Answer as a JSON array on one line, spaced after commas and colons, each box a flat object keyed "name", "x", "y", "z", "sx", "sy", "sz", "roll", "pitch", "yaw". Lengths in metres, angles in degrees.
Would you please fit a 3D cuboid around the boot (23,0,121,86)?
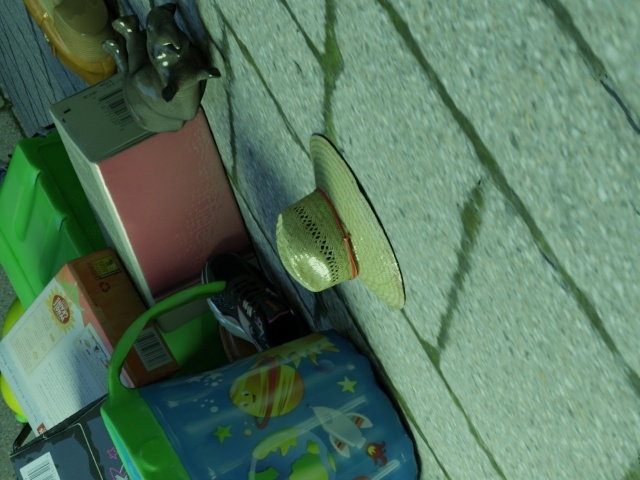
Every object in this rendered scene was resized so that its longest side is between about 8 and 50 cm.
[{"name": "boot", "x": -0.326, "y": -0.313, "z": 1.719, "sx": 0.295, "sy": 0.104, "sz": 0.211, "roll": 58, "pitch": 168, "yaw": 5}]

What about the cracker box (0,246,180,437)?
[{"name": "cracker box", "x": -0.261, "y": 0.131, "z": 1.630, "sx": 0.232, "sy": 0.067, "sz": 0.155, "roll": -42, "pitch": 75, "yaw": 46}]

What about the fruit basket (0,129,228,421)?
[{"name": "fruit basket", "x": -0.269, "y": 0.079, "z": 1.872, "sx": 0.392, "sy": 0.283, "sz": 0.392, "roll": 45, "pitch": 145, "yaw": 46}]

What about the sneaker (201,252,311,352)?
[{"name": "sneaker", "x": -0.051, "y": 0.075, "z": 1.499, "sx": 0.178, "sy": 0.072, "sz": 0.077, "roll": 47, "pitch": 157, "yaw": 18}]

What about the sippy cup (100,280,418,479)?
[{"name": "sippy cup", "x": -0.044, "y": 0.197, "z": 1.312, "sx": 0.240, "sy": 0.224, "sz": 0.305, "roll": 43, "pitch": 157, "yaw": 55}]

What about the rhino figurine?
[{"name": "rhino figurine", "x": -0.139, "y": -0.154, "z": 1.329, "sx": 0.106, "sy": 0.073, "sz": 0.243, "roll": 68, "pitch": 167, "yaw": -2}]

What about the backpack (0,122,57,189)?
[{"name": "backpack", "x": -0.379, "y": -0.033, "z": 2.295, "sx": 0.355, "sy": 0.273, "sz": 0.290, "roll": 8, "pitch": 116, "yaw": 61}]

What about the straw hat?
[{"name": "straw hat", "x": 0.000, "y": 0.000, "z": 1.092, "sx": 0.144, "sy": 0.061, "sz": 0.144, "roll": 58, "pitch": 167, "yaw": 22}]

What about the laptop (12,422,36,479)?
[{"name": "laptop", "x": -0.237, "y": 0.325, "z": 2.169, "sx": 0.236, "sy": 0.382, "sz": 0.408, "roll": 16, "pitch": 134, "yaw": 13}]

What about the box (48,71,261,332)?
[{"name": "box", "x": -0.170, "y": -0.048, "z": 1.563, "sx": 0.148, "sy": 0.127, "sz": 0.232, "roll": 46, "pitch": 160, "yaw": 50}]

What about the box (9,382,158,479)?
[{"name": "box", "x": -0.176, "y": 0.288, "z": 1.504, "sx": 0.142, "sy": 0.163, "sz": 0.247, "roll": -1, "pitch": -117, "yaw": -58}]

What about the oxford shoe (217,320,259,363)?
[{"name": "oxford shoe", "x": -0.028, "y": 0.145, "z": 1.543, "sx": 0.212, "sy": 0.076, "sz": 0.076, "roll": 54, "pitch": 154, "yaw": 3}]
